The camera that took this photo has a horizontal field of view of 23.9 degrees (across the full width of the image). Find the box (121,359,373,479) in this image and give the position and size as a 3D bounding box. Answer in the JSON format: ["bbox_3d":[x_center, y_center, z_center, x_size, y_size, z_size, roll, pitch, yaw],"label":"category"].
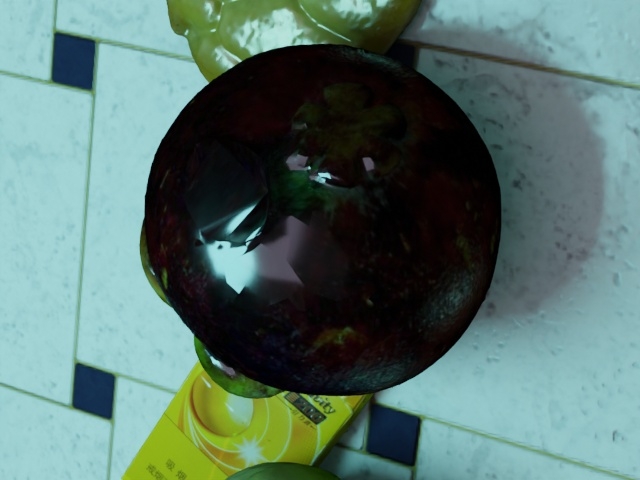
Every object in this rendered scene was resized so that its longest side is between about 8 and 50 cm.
[{"bbox_3d":[-0.070,0.180,1.428,0.152,0.043,0.269,40,118,13],"label":"box"}]

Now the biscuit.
[{"bbox_3d":[-0.026,-0.218,1.315,0.260,0.041,0.203,-4,99,31],"label":"biscuit"}]

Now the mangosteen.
[{"bbox_3d":[-0.002,-0.006,1.218,0.311,0.311,0.311,7,104,27],"label":"mangosteen"}]

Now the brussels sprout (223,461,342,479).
[{"bbox_3d":[-0.004,0.315,1.302,0.259,0.294,0.227,10,73,40],"label":"brussels sprout"}]
